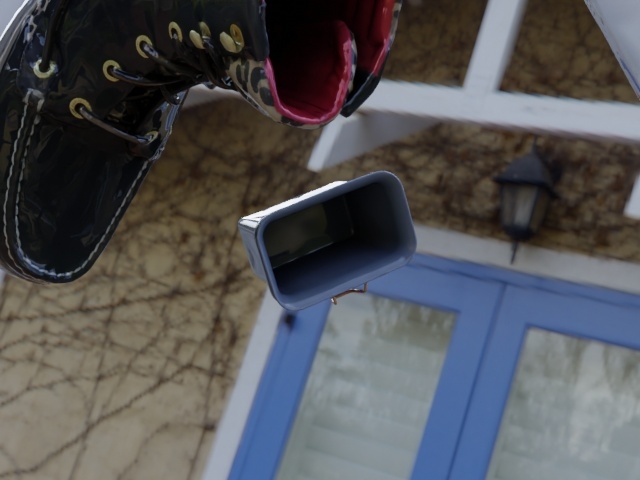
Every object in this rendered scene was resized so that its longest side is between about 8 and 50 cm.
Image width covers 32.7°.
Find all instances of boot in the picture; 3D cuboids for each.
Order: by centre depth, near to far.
[{"bbox_3d":[-0.100,-0.121,0.760,0.138,0.377,0.284,25,-2,-42],"label":"boot"}]

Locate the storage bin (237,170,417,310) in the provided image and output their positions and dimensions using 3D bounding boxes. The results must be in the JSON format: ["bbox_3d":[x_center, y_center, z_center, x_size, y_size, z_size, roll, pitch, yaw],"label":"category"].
[{"bbox_3d":[0.000,0.000,0.925,0.135,0.098,0.091,-22,16,-19],"label":"storage bin"}]

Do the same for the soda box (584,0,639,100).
[{"bbox_3d":[0.120,-0.083,0.343,0.069,0.216,0.074,-28,-6,16],"label":"soda box"}]
